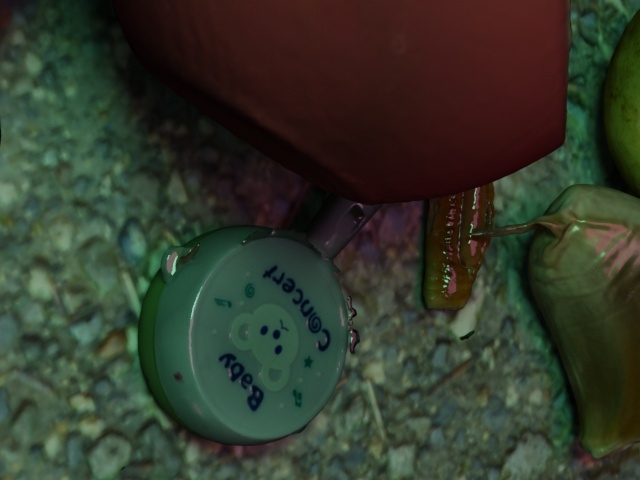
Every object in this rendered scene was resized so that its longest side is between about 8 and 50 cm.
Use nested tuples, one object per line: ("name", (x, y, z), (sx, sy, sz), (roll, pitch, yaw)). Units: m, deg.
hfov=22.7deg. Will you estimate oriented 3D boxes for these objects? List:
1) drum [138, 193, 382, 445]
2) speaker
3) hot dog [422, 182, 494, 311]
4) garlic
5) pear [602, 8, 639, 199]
("drum", (0.008, 0.018, 0.880), (0.253, 0.049, 0.130), (-35, 112, -34))
("speaker", (0.034, -0.172, 0.756), (0.294, 0.294, 0.294), (-1, 92, -40))
("hot dog", (0.087, -0.024, 0.961), (0.044, 0.028, 0.137), (15, 80, -46))
("garlic", (0.176, 0.033, 0.998), (0.128, 0.090, 0.198), (-42, 125, -21))
("pear", (0.266, -0.088, 1.029), (0.178, 0.178, 0.178), (-1, 92, -40))
